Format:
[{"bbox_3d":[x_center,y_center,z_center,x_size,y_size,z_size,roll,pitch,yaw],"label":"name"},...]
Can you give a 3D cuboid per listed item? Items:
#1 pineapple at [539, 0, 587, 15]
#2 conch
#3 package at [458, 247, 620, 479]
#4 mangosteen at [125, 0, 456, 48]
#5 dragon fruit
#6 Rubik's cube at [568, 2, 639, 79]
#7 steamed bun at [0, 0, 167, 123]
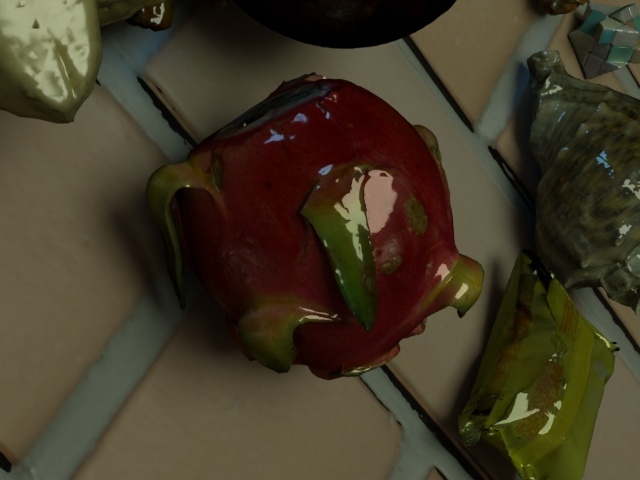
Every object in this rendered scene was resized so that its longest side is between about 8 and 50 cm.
[{"bbox_3d":[0.283,-0.366,1.219,0.186,0.114,0.236,2,77,-42],"label":"pineapple"},{"bbox_3d":[0.312,-0.069,1.151,0.210,0.159,0.291,-7,84,-42],"label":"conch"},{"bbox_3d":[0.211,0.138,1.063,0.168,0.090,0.226,44,52,-24],"label":"package"},{"bbox_3d":[-0.006,-0.286,0.833,0.297,0.293,0.297,-7,90,-75],"label":"mangosteen"},{"bbox_3d":[-0.002,-0.004,0.824,0.224,0.224,0.227,-29,104,-42],"label":"dragon fruit"},{"bbox_3d":[0.333,-0.233,1.262,0.084,0.073,0.075,53,50,-24],"label":"Rubik's cube"},{"bbox_3d":[-0.219,-0.207,0.678,0.295,0.137,0.292,-36,104,-21],"label":"steamed bun"}]
